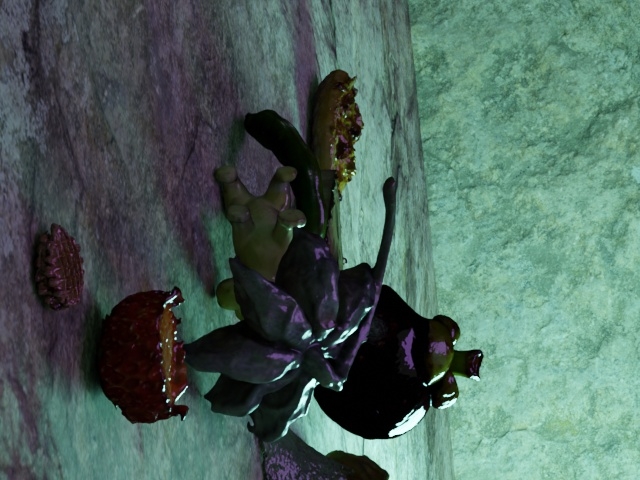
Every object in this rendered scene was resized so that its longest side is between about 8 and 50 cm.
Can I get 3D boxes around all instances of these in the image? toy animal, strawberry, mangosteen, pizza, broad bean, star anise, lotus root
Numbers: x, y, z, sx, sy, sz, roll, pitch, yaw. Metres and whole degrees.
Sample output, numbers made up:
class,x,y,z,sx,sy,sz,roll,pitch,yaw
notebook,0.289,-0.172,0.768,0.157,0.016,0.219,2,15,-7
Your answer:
class,x,y,z,sx,sy,sz,roll,pitch,yaw
toy animal,-0.086,0.004,1.886,0.168,0.121,0.233,94,-9,-47
strawberry,-0.184,0.120,1.436,0.145,0.086,0.145,-4,90,-76
mangosteen,0.115,0.203,2.285,0.233,0.288,0.287,-49,138,-37
pizza,0.033,-0.192,2.565,0.161,0.086,0.305,66,23,-56
broad bean,-0.049,-0.088,1.990,0.144,0.049,0.292,-45,-126,49
star anise,-0.026,0.107,1.749,0.316,0.139,0.359,-14,123,-46
lotus root,0.000,0.000,2.351,0.260,0.075,0.170,-71,153,-65

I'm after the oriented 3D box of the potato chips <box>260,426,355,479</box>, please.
class,x,y,z,sx,sy,sz,roll,pitch,yaw
potato chips,-0.024,0.325,2.080,0.167,0.059,0.228,53,18,2

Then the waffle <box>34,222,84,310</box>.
class,x,y,z,sx,sy,sz,roll,pitch,yaw
waffle,-0.249,0.027,1.325,0.075,0.029,0.083,65,20,-56

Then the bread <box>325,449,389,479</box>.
class,x,y,z,sx,sy,sz,roll,pitch,yaw
bread,0.033,0.437,2.165,0.152,0.130,0.267,45,16,-1
